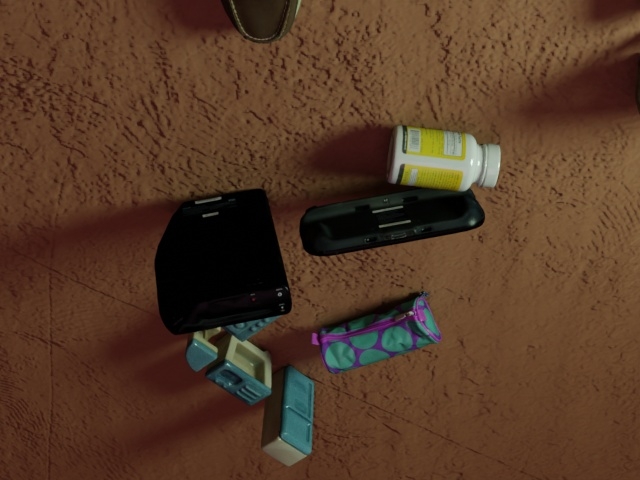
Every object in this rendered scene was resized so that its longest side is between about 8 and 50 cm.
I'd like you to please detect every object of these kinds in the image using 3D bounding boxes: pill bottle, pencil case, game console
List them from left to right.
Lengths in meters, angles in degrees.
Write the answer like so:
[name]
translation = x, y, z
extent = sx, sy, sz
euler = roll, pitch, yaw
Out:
[game console]
translation = 0.000, 0.000, 1.284
extent = 0.361, 0.213, 0.044
euler = -11, 122, -3
[pencil case]
translation = 0.071, 0.117, 1.476
extent = 0.151, 0.065, 0.070
euler = -20, 145, 20
[pill bottle]
translation = 0.132, -0.087, 1.282
extent = 0.116, 0.065, 0.065
euler = 7, 133, -3

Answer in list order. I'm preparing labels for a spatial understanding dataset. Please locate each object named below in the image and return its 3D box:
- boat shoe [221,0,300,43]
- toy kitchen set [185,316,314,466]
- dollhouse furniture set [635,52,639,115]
[boat shoe]
translation = -0.067, -0.281, 1.090
extent = 0.095, 0.095, 0.258
euler = -2, 133, 5
[toy kitchen set]
translation = -0.053, 0.156, 1.479
extent = 0.166, 0.122, 0.207
euler = -35, 123, 30
[dollhouse furniture set]
translation = 0.412, -0.178, 1.156
extent = 0.181, 0.101, 0.161
euler = -3, 133, 5
